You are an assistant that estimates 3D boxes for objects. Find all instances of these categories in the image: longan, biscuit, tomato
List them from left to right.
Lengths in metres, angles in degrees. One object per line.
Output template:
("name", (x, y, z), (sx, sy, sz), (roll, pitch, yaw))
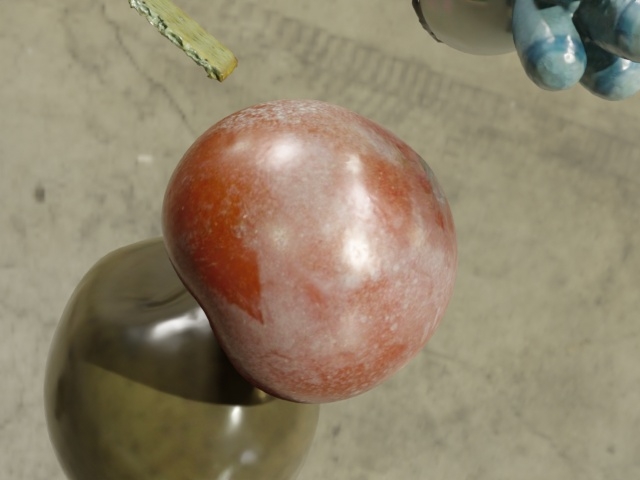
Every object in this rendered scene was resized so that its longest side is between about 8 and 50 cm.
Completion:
("longan", (-0.140, 0.147, 1.584), (0.288, 0.288, 0.350), (-7, 39, -15))
("biscuit", (-0.153, -0.233, 1.779), (0.144, 0.016, 0.203), (40, 10, -5))
("tomato", (0.000, 0.000, 1.380), (0.227, 0.270, 0.270), (-32, 53, 15))

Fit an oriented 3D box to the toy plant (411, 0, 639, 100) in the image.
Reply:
("toy plant", (0.295, -0.288, 1.891), (0.247, 0.247, 0.332), (-27, 40, -27))
